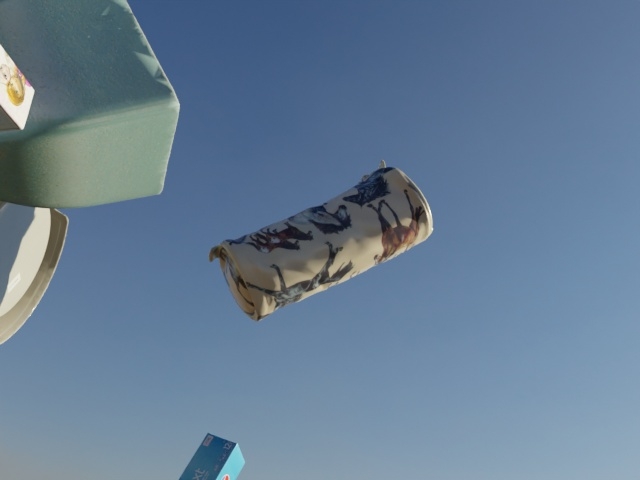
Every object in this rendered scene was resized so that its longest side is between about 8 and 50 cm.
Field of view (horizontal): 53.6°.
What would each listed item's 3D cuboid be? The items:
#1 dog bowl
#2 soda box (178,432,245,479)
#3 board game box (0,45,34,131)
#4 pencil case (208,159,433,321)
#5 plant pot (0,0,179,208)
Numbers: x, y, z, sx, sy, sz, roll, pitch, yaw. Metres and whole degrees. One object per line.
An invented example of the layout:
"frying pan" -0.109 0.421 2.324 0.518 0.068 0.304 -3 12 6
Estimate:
"dog bowl" -0.581 0.015 1.126 0.102 0.349 0.349 19 -29 1
"soda box" -0.217 0.452 1.111 0.067 0.210 0.071 12 -45 23
"board game box" -0.506 -0.215 0.602 0.318 0.066 0.318 -4 -30 6
"pencil case" 0.000 0.000 1.218 0.410 0.183 0.160 -25 -36 -14
"plant pot" -0.376 -0.184 0.885 0.252 0.247 0.248 -22 -16 -28
